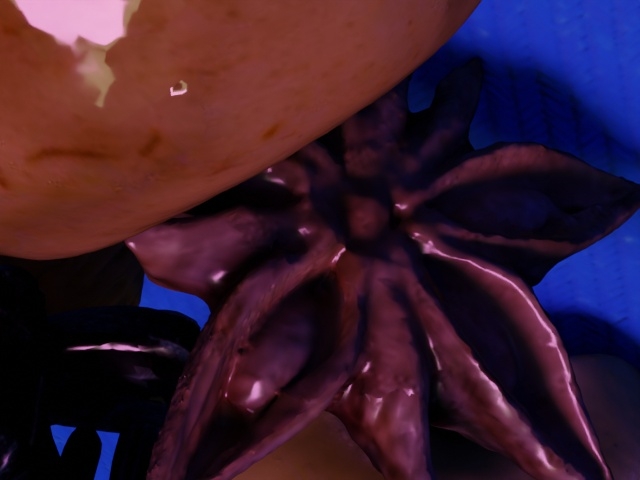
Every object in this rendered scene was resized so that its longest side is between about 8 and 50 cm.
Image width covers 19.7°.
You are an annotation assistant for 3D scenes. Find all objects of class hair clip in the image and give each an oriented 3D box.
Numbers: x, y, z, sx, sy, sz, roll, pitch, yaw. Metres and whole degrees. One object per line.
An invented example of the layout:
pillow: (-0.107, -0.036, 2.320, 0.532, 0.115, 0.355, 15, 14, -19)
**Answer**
hair clip: (-0.213, 0.096, 0.918, 0.310, 0.194, 0.206, -8, 144, 31)

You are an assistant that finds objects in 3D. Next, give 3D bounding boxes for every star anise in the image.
star anise: (0.001, 0.001, 0.875, 0.349, 0.292, 0.109, -1, 146, -22)

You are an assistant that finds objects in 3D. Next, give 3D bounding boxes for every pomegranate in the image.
pomegranate: (-0.089, -0.145, 0.681, 0.332, 0.332, 0.332, 12, 143, 10)

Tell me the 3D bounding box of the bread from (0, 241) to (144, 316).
bread: (-0.207, -0.011, 1.045, 0.227, 0.142, 0.253, 14, 146, 5)

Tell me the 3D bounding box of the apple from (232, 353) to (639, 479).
apple: (0.044, 0.173, 1.084, 0.295, 0.233, 0.258, 20, 141, 0)
